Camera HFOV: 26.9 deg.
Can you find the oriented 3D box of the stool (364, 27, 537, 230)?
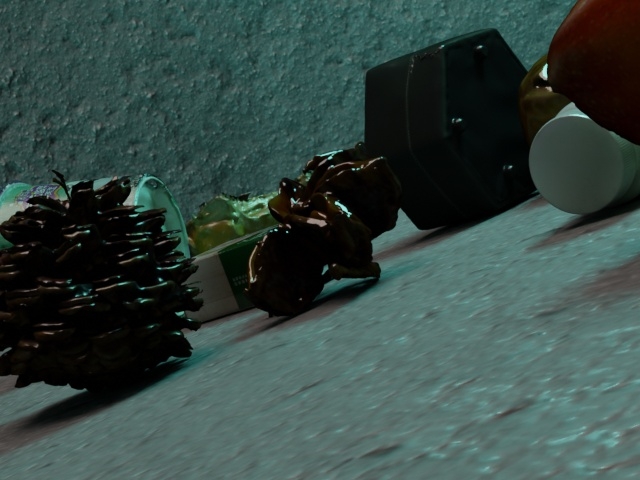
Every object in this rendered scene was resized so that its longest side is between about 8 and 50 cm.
[{"bbox_3d":[0.165,-0.132,1.592,0.141,0.232,0.232,-15,7,42],"label":"stool"}]

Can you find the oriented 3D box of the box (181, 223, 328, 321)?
[{"bbox_3d":[-0.060,0.027,1.569,0.199,0.081,0.135,-21,3,35],"label":"box"}]

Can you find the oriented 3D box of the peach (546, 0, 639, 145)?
[{"bbox_3d":[0.332,-0.176,0.879,0.361,0.258,0.201,-18,-2,-6],"label":"peach"}]

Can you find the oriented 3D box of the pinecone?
[{"bbox_3d":[-0.215,0.040,1.247,0.221,0.221,0.221,-21,4,1],"label":"pinecone"}]

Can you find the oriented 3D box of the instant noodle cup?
[{"bbox_3d":[-0.286,0.024,1.729,0.190,0.251,0.251,-12,6,13],"label":"instant noodle cup"}]

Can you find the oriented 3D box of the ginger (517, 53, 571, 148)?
[{"bbox_3d":[0.355,-0.185,1.558,0.321,0.172,0.165,-37,51,-25],"label":"ginger"}]

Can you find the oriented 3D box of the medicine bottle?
[{"bbox_3d":[0.268,-0.088,1.210,0.103,0.103,0.186,-18,4,38],"label":"medicine bottle"}]

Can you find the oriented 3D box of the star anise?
[{"bbox_3d":[0.000,0.000,1.345,0.190,0.126,0.220,-18,33,40],"label":"star anise"}]

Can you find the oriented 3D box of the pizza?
[{"bbox_3d":[-0.090,-0.002,1.882,0.323,0.089,0.223,-15,-20,-23],"label":"pizza"}]
